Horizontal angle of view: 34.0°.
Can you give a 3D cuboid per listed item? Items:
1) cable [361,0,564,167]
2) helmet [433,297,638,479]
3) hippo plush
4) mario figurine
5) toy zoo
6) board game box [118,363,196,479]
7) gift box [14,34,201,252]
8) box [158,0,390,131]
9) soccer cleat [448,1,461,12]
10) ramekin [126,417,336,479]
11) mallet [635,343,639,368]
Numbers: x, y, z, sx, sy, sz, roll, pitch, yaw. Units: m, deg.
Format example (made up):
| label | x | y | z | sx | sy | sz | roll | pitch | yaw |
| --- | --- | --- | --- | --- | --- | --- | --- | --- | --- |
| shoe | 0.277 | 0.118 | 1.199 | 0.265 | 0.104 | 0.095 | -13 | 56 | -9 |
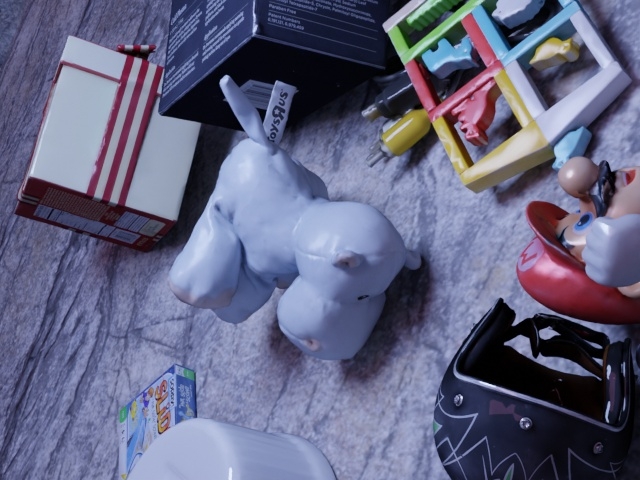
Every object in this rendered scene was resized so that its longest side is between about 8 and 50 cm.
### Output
| label | x | y | z | sx | sy | sz | roll | pitch | yaw |
| --- | --- | --- | --- | --- | --- | --- | --- | --- | --- |
| cable | 0.160 | -0.194 | 1.198 | 0.287 | 0.072 | 0.139 | -27 | 37 | 25 |
| helmet | 0.166 | 0.142 | 0.826 | 0.169 | 0.169 | 0.161 | -20 | 32 | 46 |
| hippo plush | 0.000 | 0.000 | 1.175 | 0.236 | 0.234 | 0.294 | 28 | 108 | 27 |
| mario figurine | 0.275 | -0.061 | 0.806 | 0.320 | 0.198 | 0.170 | -39 | 62 | 25 |
| toy zoo | 0.192 | -0.181 | 1.085 | 0.192 | 0.030 | 0.293 | -36 | 53 | 22 |
| board game box | -0.214 | 0.281 | 1.372 | 0.136 | 0.035 | 0.201 | -41 | 39 | 30 |
| gift box | -0.300 | -0.143 | 1.602 | 0.255 | 0.276 | 0.258 | -23 | 52 | 62 |
| box | -0.061 | -0.335 | 1.354 | 0.343 | 0.179 | 0.312 | -18 | 66 | 62 |
| soccer cleat | 0.196 | -0.349 | 1.238 | 0.179 | 0.060 | 0.072 | -53 | 44 | 27 |
| ramekin | -0.115 | 0.324 | 1.117 | 0.277 | 0.135 | 0.277 | -32 | 44 | 37 |
| mallet | 0.328 | 0.049 | 0.803 | 0.189 | 0.062 | 0.039 | -42 | 38 | 5 |
